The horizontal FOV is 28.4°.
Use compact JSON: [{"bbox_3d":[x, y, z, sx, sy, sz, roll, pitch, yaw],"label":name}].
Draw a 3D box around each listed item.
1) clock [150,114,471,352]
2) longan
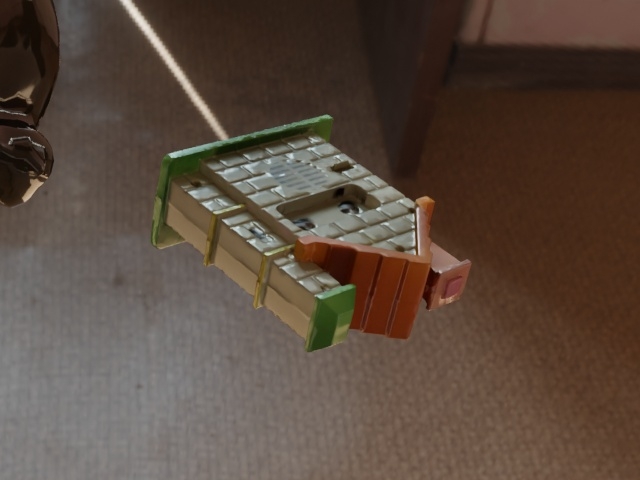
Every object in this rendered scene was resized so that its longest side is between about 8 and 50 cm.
[{"bbox_3d":[0.000,0.000,1.223,0.220,0.106,0.255,-18,44,-40],"label":"clock"},{"bbox_3d":[-0.212,-0.101,0.650,0.159,0.185,0.204,-41,85,-2],"label":"longan"}]
